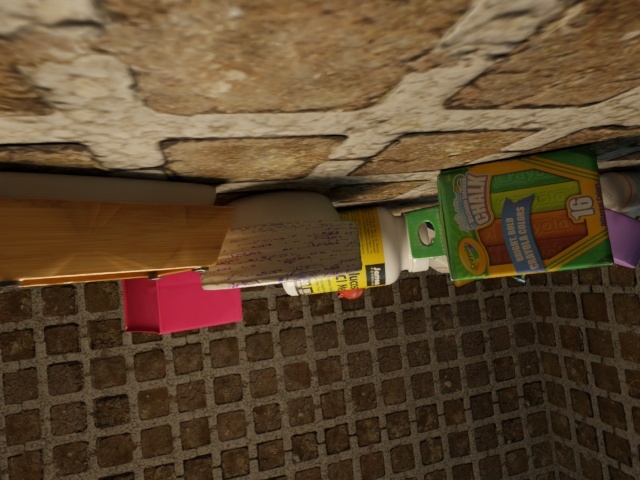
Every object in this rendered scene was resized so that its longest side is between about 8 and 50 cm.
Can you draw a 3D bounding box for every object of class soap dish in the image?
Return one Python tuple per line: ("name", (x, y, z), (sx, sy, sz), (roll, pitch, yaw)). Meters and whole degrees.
("soap dish", (-0.292, -0.003, 0.553), (0.290, 0.118, 0.228), (-1, 173, -44))

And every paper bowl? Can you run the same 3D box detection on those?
("paper bowl", (-0.073, 0.000, 0.753), (0.284, 0.148, 0.284), (-7, 176, -1))

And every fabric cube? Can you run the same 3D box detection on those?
("fabric cube", (-0.418, 0.133, 1.269), (0.254, 0.259, 0.258), (-9, 175, 44))

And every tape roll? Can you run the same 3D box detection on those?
("tape roll", (0.570, -0.031, 0.954), (0.274, 0.090, 0.275), (19, -172, -3))

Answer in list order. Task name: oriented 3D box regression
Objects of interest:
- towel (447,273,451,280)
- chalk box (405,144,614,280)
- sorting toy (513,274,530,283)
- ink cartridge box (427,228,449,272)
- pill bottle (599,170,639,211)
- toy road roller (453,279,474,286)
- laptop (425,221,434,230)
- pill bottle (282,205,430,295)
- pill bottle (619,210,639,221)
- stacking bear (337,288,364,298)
("towel", (0.596, 0.091, 1.455), (0.271, 0.040, 0.370), (-15, 172, 5))
("chalk box", (0.292, -0.030, 0.719), (0.288, 0.181, 0.179), (-9, 176, 17))
("sorting toy", (0.633, 0.099, 1.332), (0.042, 0.061, 0.102), (21, -176, 35))
("ink cartridge box", (0.381, 0.022, 1.491), (0.217, 0.092, 0.158), (32, 172, -4))
("pill bottle", (0.671, -0.107, 0.919), (0.160, 0.087, 0.087), (-5, 176, -23))
("toy road roller", (0.592, 0.073, 1.745), (0.202, 0.241, 0.329), (-26, -177, 7))
("laptop", (0.612, -0.078, 1.362), (0.381, 0.237, 0.408), (-6, 154, -46))
("pill bottle", (0.075, 0.020, 0.992), (0.333, 0.188, 0.188), (-7, 176, 4))
("pill bottle", (0.823, -0.102, 1.040), (0.214, 0.117, 0.117), (-6, 176, -2))
("stacking bear", (0.151, 0.118, 1.656), (0.175, 0.164, 0.289), (-25, -166, 38))
